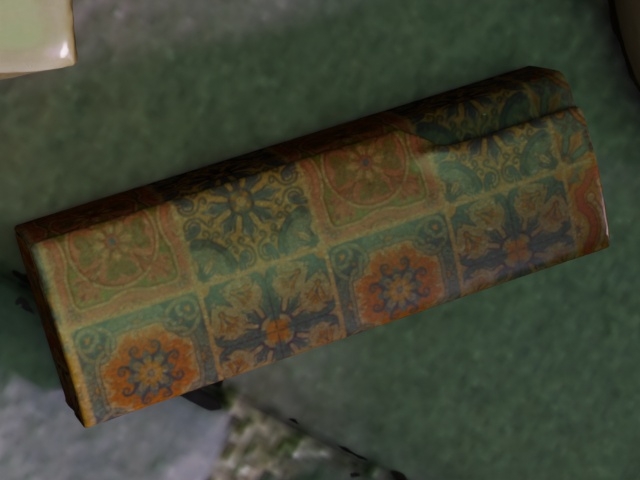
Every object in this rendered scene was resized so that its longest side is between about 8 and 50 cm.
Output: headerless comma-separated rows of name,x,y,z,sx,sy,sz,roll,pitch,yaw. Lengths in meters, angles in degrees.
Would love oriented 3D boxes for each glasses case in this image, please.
glasses case,0.000,0.000,0.668,0.218,0.049,0.075,-18,105,-14

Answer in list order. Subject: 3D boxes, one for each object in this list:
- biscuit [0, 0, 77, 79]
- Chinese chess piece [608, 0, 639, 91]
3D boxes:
biscuit,-0.176,-0.076,0.596,0.188,0.056,0.052,-5,100,-18
Chinese chess piece,0.239,-0.117,0.698,0.249,0.103,0.250,-4,103,-17
